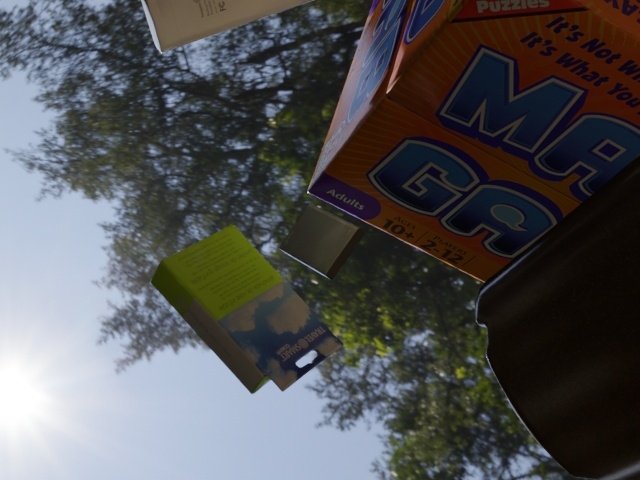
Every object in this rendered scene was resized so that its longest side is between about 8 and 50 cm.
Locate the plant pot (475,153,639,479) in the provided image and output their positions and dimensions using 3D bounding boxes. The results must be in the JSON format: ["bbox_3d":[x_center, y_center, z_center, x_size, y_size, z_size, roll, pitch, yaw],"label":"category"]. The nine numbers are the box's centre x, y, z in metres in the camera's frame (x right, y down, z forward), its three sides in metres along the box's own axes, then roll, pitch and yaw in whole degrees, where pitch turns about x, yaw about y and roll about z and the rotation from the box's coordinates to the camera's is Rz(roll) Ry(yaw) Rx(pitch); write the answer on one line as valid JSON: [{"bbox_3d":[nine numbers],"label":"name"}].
[{"bbox_3d":[0.176,0.028,0.411,0.167,0.167,0.165,38,-59,-24],"label":"plant pot"}]

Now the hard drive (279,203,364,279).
[{"bbox_3d":[0.000,0.000,1.400,0.022,0.135,0.094,39,-97,-40],"label":"hard drive"}]

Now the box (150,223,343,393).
[{"bbox_3d":[-0.074,0.073,0.874,0.178,0.042,0.109,46,-138,12],"label":"box"}]

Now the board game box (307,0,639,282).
[{"bbox_3d":[0.255,-0.187,0.887,0.356,0.356,0.356,26,-126,-13],"label":"board game box"}]

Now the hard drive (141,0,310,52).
[{"bbox_3d":[-0.111,-0.450,1.287,0.353,0.047,0.233,-23,-53,-15],"label":"hard drive"}]
